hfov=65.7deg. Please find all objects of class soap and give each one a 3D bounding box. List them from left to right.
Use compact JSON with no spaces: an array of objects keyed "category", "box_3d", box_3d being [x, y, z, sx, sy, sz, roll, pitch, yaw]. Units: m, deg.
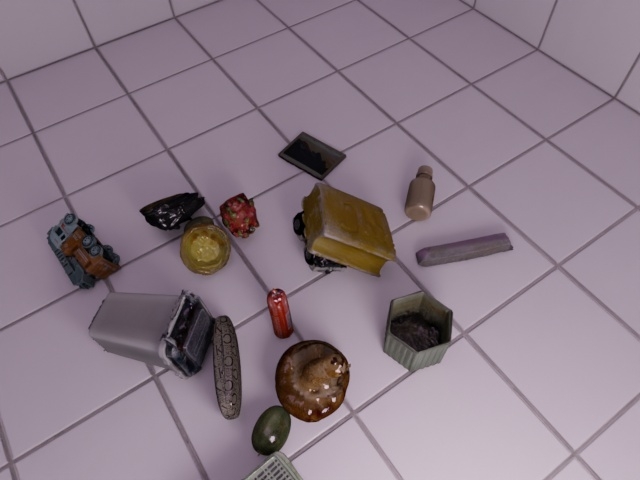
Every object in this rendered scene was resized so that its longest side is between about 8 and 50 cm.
[{"category":"soap","box_3d":[0.103,-0.043,1.893,0.335,0.156,0.293,20,43,-26]}]

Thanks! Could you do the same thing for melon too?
[{"category":"melon","box_3d":[-0.500,-0.049,2.044,0.130,0.098,0.098,-30,60,-16]},{"category":"melon","box_3d":[-0.157,0.608,1.574,0.114,0.114,0.167,19,51,14]}]

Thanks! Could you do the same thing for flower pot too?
[{"category":"flower pot","box_3d":[0.331,0.316,1.714,0.239,0.190,0.209,35,63,21]}]

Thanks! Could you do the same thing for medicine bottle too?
[{"category":"medicine bottle","box_3d":[0.430,-0.210,2.113,0.114,0.114,0.252,11,57,9]}]

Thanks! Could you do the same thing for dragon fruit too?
[{"category":"dragon fruit","box_3d":[-0.325,-0.096,2.036,0.172,0.166,0.160,61,30,1]}]

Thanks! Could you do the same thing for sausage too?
[{"category":"sausage","box_3d":[-0.142,0.248,1.723,0.074,0.274,0.074,-2,52,2]}]

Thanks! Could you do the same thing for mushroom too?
[{"category":"mushroom","box_3d":[-0.022,0.432,1.635,0.267,0.255,0.267,9,19,-3]}]

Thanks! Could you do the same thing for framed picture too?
[{"category":"framed picture","box_3d":[-0.041,-0.396,2.315,0.265,0.018,0.192,32,63,21]}]

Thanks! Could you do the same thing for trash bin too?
[{"category":"trash bin","box_3d":[-0.582,0.298,1.707,0.367,0.296,0.256,7,57,14]}]

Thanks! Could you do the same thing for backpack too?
[{"category":"backpack","box_3d":[-0.602,-0.130,2.069,0.258,0.133,0.206,-35,26,-30]}]

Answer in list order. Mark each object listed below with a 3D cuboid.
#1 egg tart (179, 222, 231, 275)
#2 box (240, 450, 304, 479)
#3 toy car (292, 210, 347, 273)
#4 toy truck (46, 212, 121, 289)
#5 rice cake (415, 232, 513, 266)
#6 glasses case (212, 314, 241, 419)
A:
[{"category":"egg tart","box_3d":[-0.457,0.035,1.966,0.212,0.090,0.213,4,76,-17]},{"category":"box","box_3d":[-0.167,0.779,1.426,0.290,0.166,0.220,-35,62,-20]},{"category":"toy car","box_3d":[-0.001,0.000,1.975,0.193,0.118,0.301,2,47,-34]},{"category":"toy truck","box_3d":[-0.972,0.034,1.986,0.184,0.133,0.338,-46,67,-7]},{"category":"rice cake","box_3d":[0.574,0.036,1.971,0.398,0.064,0.070,-10,50,-5]},{"category":"glasses case","box_3d":[-0.318,0.426,1.689,0.085,0.137,0.355,-10,57,-4]}]
